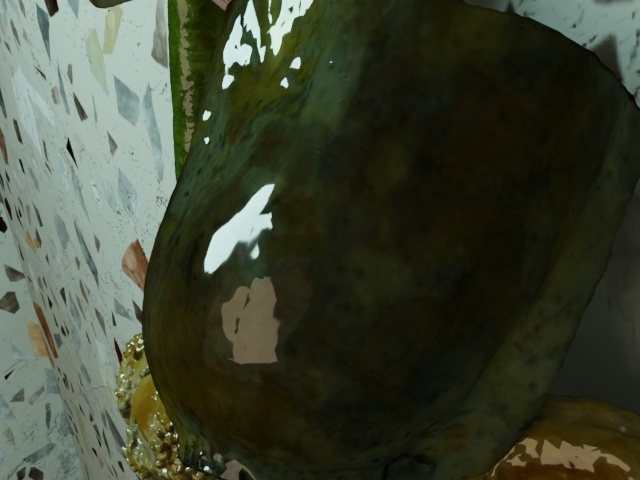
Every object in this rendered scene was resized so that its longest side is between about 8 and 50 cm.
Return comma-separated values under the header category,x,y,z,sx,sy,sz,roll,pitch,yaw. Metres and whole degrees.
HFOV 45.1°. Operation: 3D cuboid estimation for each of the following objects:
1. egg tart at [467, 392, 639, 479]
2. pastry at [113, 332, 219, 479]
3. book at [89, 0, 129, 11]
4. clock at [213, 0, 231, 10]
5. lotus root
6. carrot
category,x,y,z,sx,sy,sz,roll,pitch,yaw
egg tart,0.139,0.222,0.413,0.295,0.116,0.294,-4,83,33
pastry,-0.161,0.238,0.961,0.311,0.162,0.255,34,133,46
book,-0.053,-0.305,0.344,0.371,0.260,0.043,63,176,14
clock,-0.044,-0.235,0.468,0.241,0.142,0.227,57,156,7
lotus root,-0.013,0.009,0.417,0.267,0.149,0.260,21,86,46
carrot,-0.108,-0.167,0.712,0.074,0.074,0.358,36,135,47
